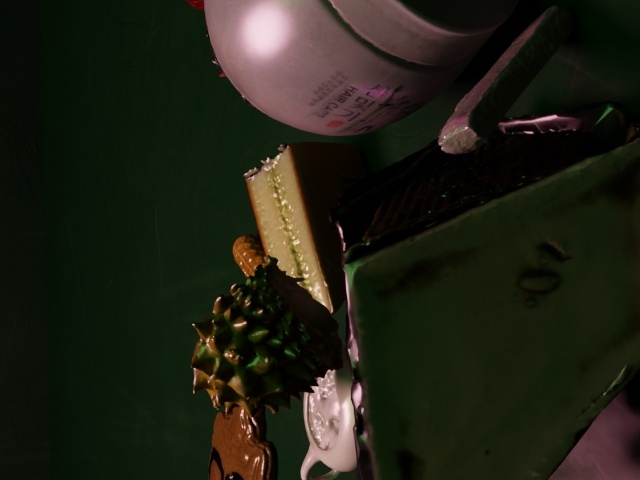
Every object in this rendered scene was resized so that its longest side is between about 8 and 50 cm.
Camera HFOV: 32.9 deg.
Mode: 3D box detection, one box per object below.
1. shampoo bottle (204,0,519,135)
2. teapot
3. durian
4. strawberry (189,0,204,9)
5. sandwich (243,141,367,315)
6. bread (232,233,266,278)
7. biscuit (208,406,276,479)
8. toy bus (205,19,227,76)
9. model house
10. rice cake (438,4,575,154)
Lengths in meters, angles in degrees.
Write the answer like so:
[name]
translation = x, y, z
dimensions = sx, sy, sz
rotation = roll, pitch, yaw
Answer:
[shampoo bottle]
translation = 0.038, -0.253, 1.068
dimensions = 0.266, 0.273, 0.273
rotation = -27, 65, 52
[teapot]
translation = 0.030, 0.205, 1.279
dimensions = 0.145, 0.092, 0.226
rotation = -124, 41, -52
[durian]
translation = -0.018, 0.098, 0.922
dimensions = 0.078, 0.224, 0.140
rotation = 32, 96, 32
[strawberry]
translation = -0.117, -0.436, 1.446
dimensions = 0.317, 0.295, 0.345
rotation = 63, 179, 16
[sandwich]
translation = 0.000, 0.000, 1.308
dimensions = 0.122, 0.128, 0.236
rotation = -47, 49, 49
[bread]
translation = -0.087, 0.041, 1.569
dimensions = 0.157, 0.044, 0.052
rotation = -131, 42, -54
[biscuit]
translation = -0.125, 0.369, 1.646
dimensions = 0.208, 0.041, 0.290
rotation = 30, 116, 59
[toy bus]
translation = -0.152, -0.310, 1.707
dimensions = 0.031, 0.043, 0.110
rotation = 128, 133, -56
[model house]
translation = 0.161, 0.048, 0.942
dimensions = 0.282, 0.297, 0.317
rotation = -70, -28, -74
[rice cake]
translation = 0.162, -0.138, 0.932
dimensions = 0.036, 0.207, 0.047
rotation = 43, 145, -2
